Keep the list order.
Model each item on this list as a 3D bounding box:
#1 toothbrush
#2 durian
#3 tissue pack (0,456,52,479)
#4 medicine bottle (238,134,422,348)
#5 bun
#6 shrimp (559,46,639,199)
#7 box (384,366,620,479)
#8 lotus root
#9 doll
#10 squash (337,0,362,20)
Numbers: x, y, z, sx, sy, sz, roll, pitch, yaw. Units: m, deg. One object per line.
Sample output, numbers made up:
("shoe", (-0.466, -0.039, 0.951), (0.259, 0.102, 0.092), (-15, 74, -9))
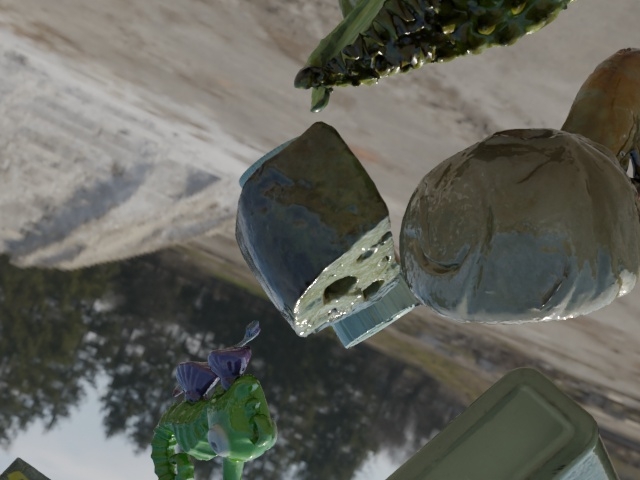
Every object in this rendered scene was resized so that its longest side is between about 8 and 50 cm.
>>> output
("toothbrush", (-0.127, 0.146, 1.304), (0.013, 0.019, 0.193), (11, -154, 26))
("durian", (0.135, -0.214, 0.763), (0.106, 0.375, 0.132), (47, 179, -23))
("tissue pack", (-0.398, 0.453, 1.515), (0.257, 0.081, 0.185), (33, -142, 7))
("medicine bottle", (0.017, 0.002, 1.646), (0.318, 0.158, 0.158), (58, -179, 10))
("bun", (0.135, -0.019, 0.699), (0.166, 0.113, 0.173), (-23, -160, -40))
("shrimp", (0.285, -0.070, 1.013), (0.152, 0.287, 0.063), (45, 155, -14))
("box", (0.229, 0.385, 1.349), (0.177, 0.352, 0.344), (43, 168, 42))
("lotus root", (0.000, 0.000, 0.948), (0.119, 0.138, 0.235), (50, 169, 17))
("doll", (-0.083, 0.143, 0.784), (0.050, 0.115, 0.190), (5, 165, -30))
("squash", (0.102, -0.347, 1.568), (0.123, 0.170, 0.170), (52, -168, 32))
